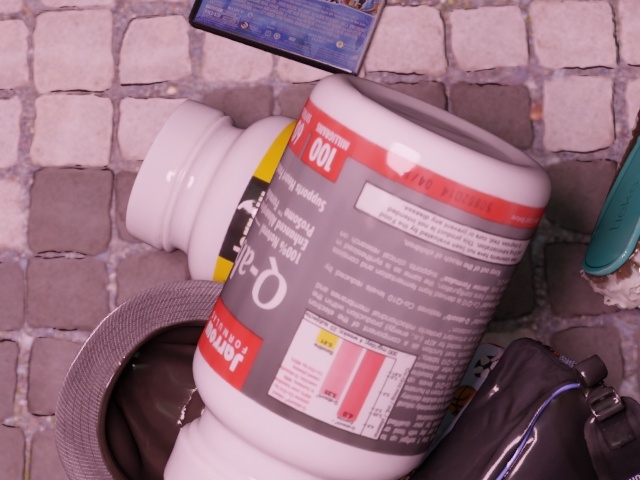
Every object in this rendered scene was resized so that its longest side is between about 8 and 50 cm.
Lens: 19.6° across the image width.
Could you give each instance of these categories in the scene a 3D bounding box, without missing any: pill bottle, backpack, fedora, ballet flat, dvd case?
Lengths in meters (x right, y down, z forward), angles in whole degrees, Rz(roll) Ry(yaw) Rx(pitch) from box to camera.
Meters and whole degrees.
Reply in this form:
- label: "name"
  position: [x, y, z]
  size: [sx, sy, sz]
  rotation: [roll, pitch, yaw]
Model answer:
- label: "pill bottle"
  position: [0.021, 0.067, 1.498]
  size: [0.210, 0.210, 0.363]
  rotation: [27, 101, 10]
- label: "backpack"
  position: [0.191, 0.234, 1.603]
  size: [0.263, 0.213, 0.276]
  rotation: [37, 95, -32]
- label: "fedora"
  position: [-0.106, 0.159, 1.668]
  size: [0.275, 0.124, 0.243]
  rotation: [28, 88, -14]
- label: "ballet flat"
  position: [0.367, -0.112, 1.753]
  size: [0.147, 0.147, 0.408]
  rotation: [21, 81, 9]
- label: "pill bottle"
  position: [0.000, 0.000, 1.702]
  size: [0.334, 0.188, 0.188]
  rotation: [24, 79, 9]
- label: "dvd case"
  position: [-0.006, -0.303, 1.864]
  size: [0.180, 0.022, 0.253]
  rotation: [19, 78, 9]
